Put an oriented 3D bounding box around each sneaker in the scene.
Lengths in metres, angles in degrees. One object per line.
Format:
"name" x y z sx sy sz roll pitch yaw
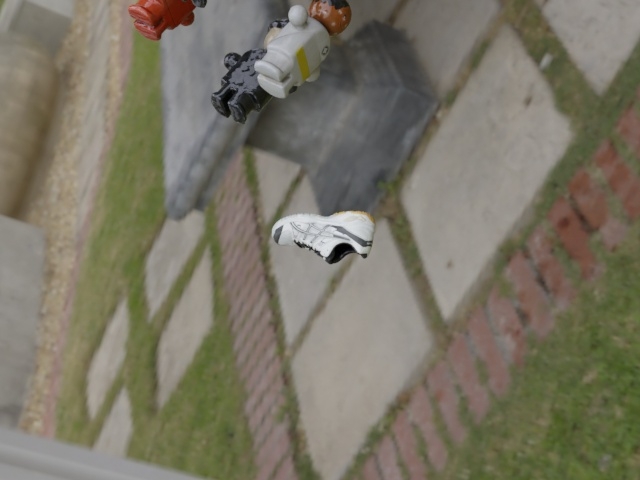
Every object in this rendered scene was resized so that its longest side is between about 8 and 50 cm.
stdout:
"sneaker" 0.000 0.000 0.869 0.083 0.032 0.037 -6 69 26

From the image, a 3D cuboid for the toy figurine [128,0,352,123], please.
"toy figurine" -0.082 -0.255 1.289 0.148 0.213 0.209 -51 14 -23
